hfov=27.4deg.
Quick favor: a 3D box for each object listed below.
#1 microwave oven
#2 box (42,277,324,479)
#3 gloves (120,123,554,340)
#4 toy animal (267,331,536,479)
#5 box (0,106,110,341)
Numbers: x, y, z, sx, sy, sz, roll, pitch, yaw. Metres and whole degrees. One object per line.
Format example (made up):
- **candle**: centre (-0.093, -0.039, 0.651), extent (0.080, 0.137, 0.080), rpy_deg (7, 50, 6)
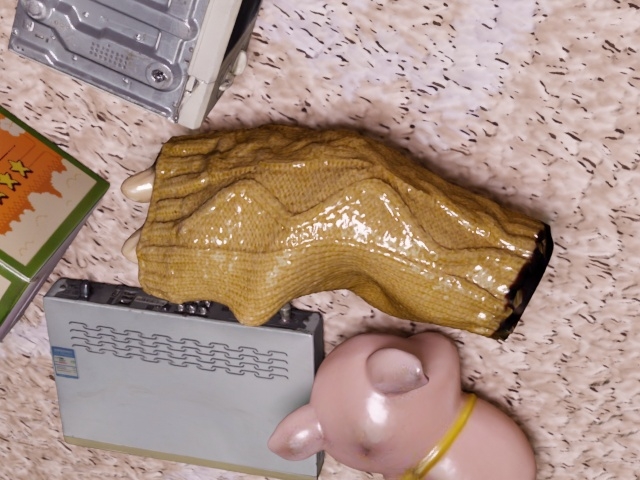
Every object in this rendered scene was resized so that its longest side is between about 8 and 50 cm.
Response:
- **microwave oven**: centre (-0.124, -0.239, 0.986), extent (0.194, 0.145, 0.240), rpy_deg (22, 124, -1)
- **box**: centre (-0.128, 0.133, 1.270), extent (0.270, 0.045, 0.210), rpy_deg (6, 122, 14)
- **gloves**: centre (0.010, -0.013, 1.068), extent (0.356, 0.203, 0.155), rpy_deg (7, 100, 6)
- **toy animal**: centre (0.095, 0.183, 1.182), extent (0.248, 0.149, 0.165), rpy_deg (38, 109, -22)
- **box**: centre (-0.320, 0.011, 1.173), extent (0.148, 0.177, 0.195), rpy_deg (37, 124, -6)
